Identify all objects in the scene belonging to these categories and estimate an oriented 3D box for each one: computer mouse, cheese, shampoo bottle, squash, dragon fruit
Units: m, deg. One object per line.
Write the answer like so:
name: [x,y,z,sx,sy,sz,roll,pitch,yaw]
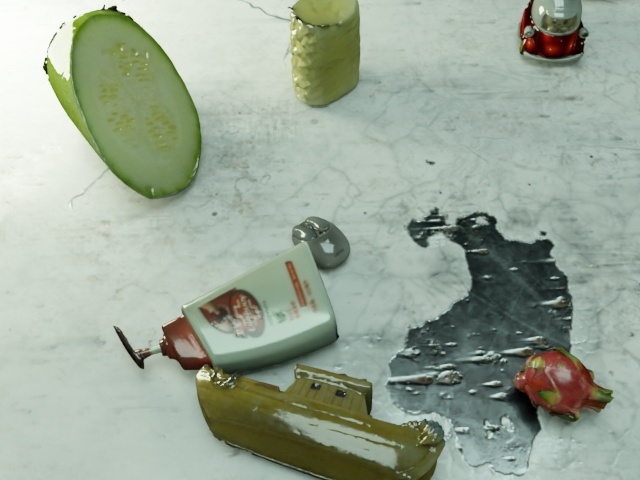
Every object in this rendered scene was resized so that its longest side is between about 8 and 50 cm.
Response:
computer mouse: [0.000,-0.001,1.267,0.066,0.039,0.096,-34,61,-20]
cheese: [0.009,-0.307,1.404,0.094,0.167,0.123,33,59,24]
shampoo bottle: [-0.126,0.109,1.173,0.284,0.071,0.153,-17,59,-10]
squash: [-0.282,-0.212,1.333,0.189,0.189,0.260,-31,56,-19]
dragon fruit: [0.307,0.184,1.110,0.116,0.081,0.086,30,50,21]

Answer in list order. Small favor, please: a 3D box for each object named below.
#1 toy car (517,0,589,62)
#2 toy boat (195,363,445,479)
toy car: [0.392,-0.379,1.479,0.112,0.112,0.139,1,56,2]
toy boat: [-0.005,0.217,1.088,0.321,0.089,0.121,15,51,13]
